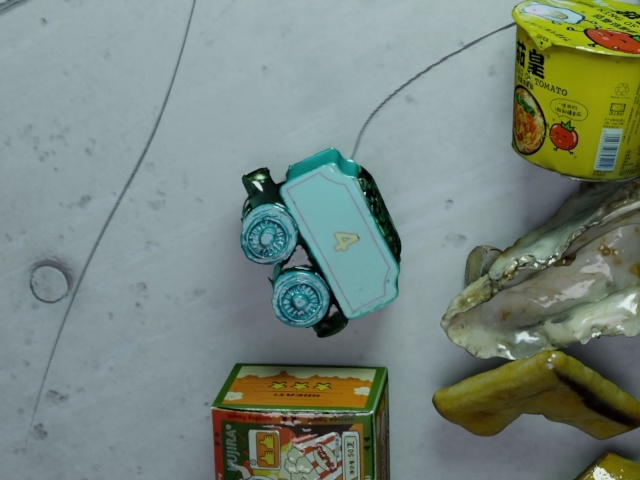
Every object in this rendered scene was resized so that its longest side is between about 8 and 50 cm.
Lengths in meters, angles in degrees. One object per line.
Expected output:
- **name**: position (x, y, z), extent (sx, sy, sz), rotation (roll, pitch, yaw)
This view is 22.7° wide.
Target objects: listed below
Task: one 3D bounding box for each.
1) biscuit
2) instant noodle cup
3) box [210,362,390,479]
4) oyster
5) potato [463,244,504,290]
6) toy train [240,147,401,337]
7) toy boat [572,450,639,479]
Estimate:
- **biscuit**: position (0.233, 0.179, 1.712), extent (0.183, 0.039, 0.174), rotation (-22, 139, 37)
- **instant noodle cup**: position (0.266, -0.146, 1.568), extent (0.182, 0.182, 0.144), rotation (10, 115, 5)
- **box**: position (-0.018, 0.249, 1.733), extent (0.178, 0.148, 0.194), rotation (2, 106, 9)
- **oyster**: position (0.287, 0.013, 1.639), extent (0.166, 0.110, 0.341), rotation (37, 111, -11)
- **potato**: position (0.176, 0.036, 1.705), extent (0.037, 0.036, 0.093), rotation (-11, 129, -25)
- **toy train**: position (0.000, 0.000, 1.684), extent (0.154, 0.107, 0.198), rotation (-24, 102, 7)
- **toy boat**: position (0.299, 0.300, 1.730), extent (0.229, 0.089, 0.088), rotation (-45, 81, 14)
